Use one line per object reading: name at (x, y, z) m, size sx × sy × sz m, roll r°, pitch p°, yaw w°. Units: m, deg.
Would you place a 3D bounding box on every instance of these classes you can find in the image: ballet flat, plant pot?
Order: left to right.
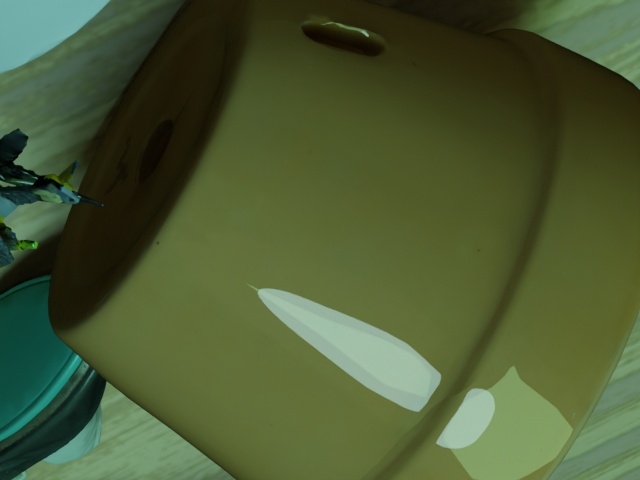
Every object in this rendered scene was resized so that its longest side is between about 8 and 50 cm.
ballet flat at (-0.194, 0.106, 1.047) m, size 0.280 × 0.095 × 0.096 m, roll -34°, pitch 146°, yaw 28°
plant pot at (0.000, 0.000, 0.893) m, size 0.203 × 0.291 × 0.291 m, roll 27°, pitch 120°, yaw -21°

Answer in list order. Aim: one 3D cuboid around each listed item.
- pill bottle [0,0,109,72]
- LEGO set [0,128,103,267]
pill bottle at (-0.217, -0.217, 0.619) m, size 0.210 × 0.210 × 0.363 m, roll -37°, pitch 136°, yaw 16°
LEGO set at (-0.284, -0.035, 0.826) m, size 0.331 × 0.192 × 0.255 m, roll 27°, pitch 154°, yaw -20°
